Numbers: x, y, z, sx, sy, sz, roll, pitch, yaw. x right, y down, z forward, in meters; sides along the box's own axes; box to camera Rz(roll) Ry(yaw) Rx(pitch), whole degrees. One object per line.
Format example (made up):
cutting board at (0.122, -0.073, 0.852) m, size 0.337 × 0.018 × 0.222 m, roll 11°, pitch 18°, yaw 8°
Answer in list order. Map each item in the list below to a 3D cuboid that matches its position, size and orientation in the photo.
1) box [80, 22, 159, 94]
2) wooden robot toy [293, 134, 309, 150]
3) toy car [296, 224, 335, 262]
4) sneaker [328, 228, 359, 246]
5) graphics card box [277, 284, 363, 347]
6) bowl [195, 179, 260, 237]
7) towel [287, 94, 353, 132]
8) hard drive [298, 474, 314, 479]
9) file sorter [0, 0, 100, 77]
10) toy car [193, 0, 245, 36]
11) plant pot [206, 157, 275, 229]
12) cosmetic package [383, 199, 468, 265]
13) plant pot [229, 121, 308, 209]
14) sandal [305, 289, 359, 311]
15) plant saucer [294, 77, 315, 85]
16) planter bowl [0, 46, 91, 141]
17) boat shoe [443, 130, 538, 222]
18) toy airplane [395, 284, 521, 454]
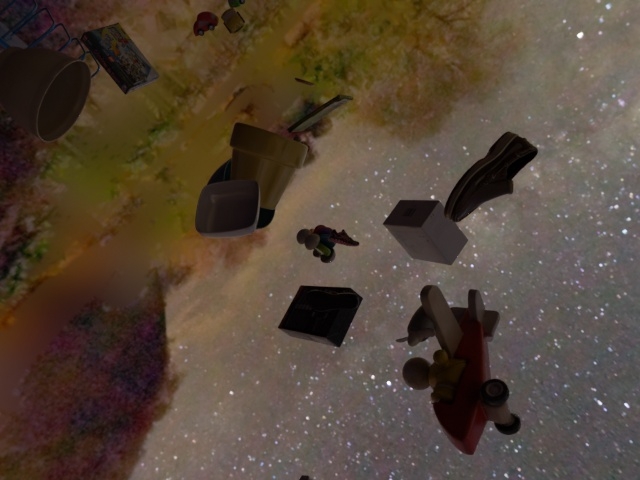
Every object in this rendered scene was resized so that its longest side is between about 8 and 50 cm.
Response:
box at (-0.733, -0.672, 1.627) m, size 0.044 × 0.233 × 0.159 m, roll -24°, pitch -161°, yaw 42°
wooden robot toy at (-0.091, -0.425, 1.944) m, size 0.076 × 0.079 × 0.173 m, roll -7°, pitch 178°, yaw -11°
toy car at (0.000, 0.000, 1.888) m, size 0.136 × 0.159 × 0.182 m, roll -51°, pitch -148°, yaw -5°
sneaker at (0.089, -0.010, 1.597) m, size 0.047 × 0.119 × 0.057 m, roll 176°, pitch -72°, yaw -74°
graphics card box at (-0.008, 0.312, 1.885) m, size 0.370 × 0.094 × 0.233 m, roll -8°, pitch -132°, yaw 54°
bowl at (-0.201, -0.064, 0.984) m, size 0.141 × 0.053 × 0.142 m, roll -4°, pitch -123°, yaw 6°
towel at (-0.001, -0.431, 1.515) m, size 0.237 × 0.021 × 0.102 m, roll -23°, pitch 179°, yaw 34°
hard drive at (0.019, 0.783, 1.126) m, size 0.040 × 0.308 × 0.203 m, roll -24°, pitch -155°, yaw 39°
file sorter at (-0.575, -0.410, 0.932) m, size 0.104 × 0.170 × 0.118 m, roll -39°, pitch -124°, yaw 0°
toy car at (-0.306, -0.773, 1.452) m, size 0.238 × 0.053 × 0.225 m, roll 17°, pitch -109°, yaw 36°
plant pot at (-0.341, -0.163, 1.727) m, size 0.195 × 0.290 × 0.290 m, roll -16°, pitch -148°, yaw 31°
cosmetic package at (0.407, -0.033, 1.720) m, size 0.138 × 0.224 × 0.224 m, roll -53°, pitch -154°, yaw -15°
plant pot at (-0.196, -0.240, 1.477) m, size 0.254 × 0.253 × 0.239 m, roll -137°, pitch -115°, yaw -74°
sandal at (0.039, 0.192, 1.411) m, size 0.179 × 0.067 × 0.040 m, roll 0°, pitch -173°, yaw 20°
plant saucer at (-0.062, -0.622, 1.733) m, size 0.083 × 0.083 × 0.013 m, roll -100°, pitch -154°, yaw -70°
planter bowl at (-0.507, -0.274, 0.789) m, size 0.162 × 0.109 × 0.162 m, roll -60°, pitch -169°, yaw 19°
boat shoe at (0.384, -0.133, 0.980) m, size 0.095 × 0.095 × 0.257 m, roll 38°, pitch -96°, yaw 32°
toy airplane at (0.346, 0.314, 1.159) m, size 0.272 × 0.387 × 0.384 m, roll -16°, pitch 166°, yaw 24°
